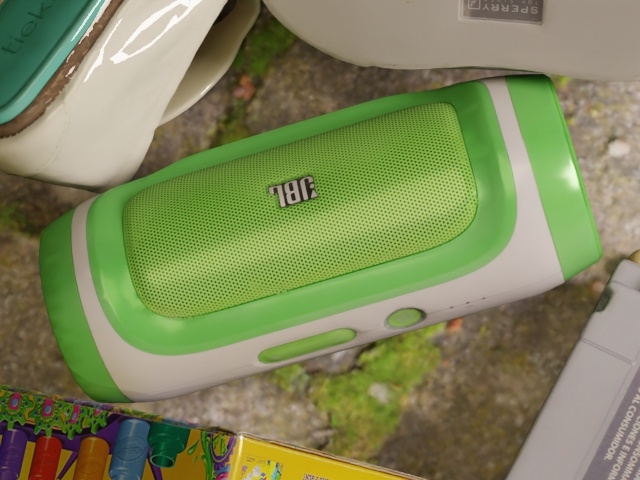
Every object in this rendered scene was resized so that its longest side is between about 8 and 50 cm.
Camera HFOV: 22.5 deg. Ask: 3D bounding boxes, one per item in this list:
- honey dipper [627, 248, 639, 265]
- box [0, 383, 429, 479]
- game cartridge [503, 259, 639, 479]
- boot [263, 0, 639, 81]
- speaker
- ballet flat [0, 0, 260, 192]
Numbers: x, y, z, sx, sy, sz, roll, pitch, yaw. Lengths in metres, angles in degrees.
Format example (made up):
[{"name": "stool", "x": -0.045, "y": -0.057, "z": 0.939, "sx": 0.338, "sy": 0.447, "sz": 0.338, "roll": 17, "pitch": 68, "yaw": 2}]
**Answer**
[{"name": "honey dipper", "x": 0.251, "y": -0.009, "z": 0.907, "sx": 0.160, "sy": 0.030, "sz": 0.030, "roll": -21, "pitch": 75, "yaw": 11}, {"name": "box", "x": -0.122, "y": 0.223, "z": 0.802, "sx": 0.290, "sy": 0.177, "sz": 0.279, "roll": 6, "pitch": 79, "yaw": 40}, {"name": "game cartridge", "x": 0.182, "y": 0.170, "z": 0.833, "sx": 0.196, "sy": 0.060, "sz": 0.294, "roll": 25, "pitch": 68, "yaw": 18}, {"name": "boot", "x": 0.098, "y": -0.141, "z": 0.909, "sx": 0.258, "sy": 0.123, "sz": 0.095, "roll": 15, "pitch": 109, "yaw": 22}, {"name": "speaker", "x": 0.000, "y": 0.000, "z": 0.905, "sx": 0.296, "sy": 0.131, "sz": 0.131, "roll": -17, "pitch": 76, "yaw": 8}, {"name": "ballet flat", "x": -0.063, "y": -0.198, "z": 0.962, "sx": 0.139, "sy": 0.139, "sz": 0.400, "roll": 34, "pitch": 87, "yaw": 16}]
